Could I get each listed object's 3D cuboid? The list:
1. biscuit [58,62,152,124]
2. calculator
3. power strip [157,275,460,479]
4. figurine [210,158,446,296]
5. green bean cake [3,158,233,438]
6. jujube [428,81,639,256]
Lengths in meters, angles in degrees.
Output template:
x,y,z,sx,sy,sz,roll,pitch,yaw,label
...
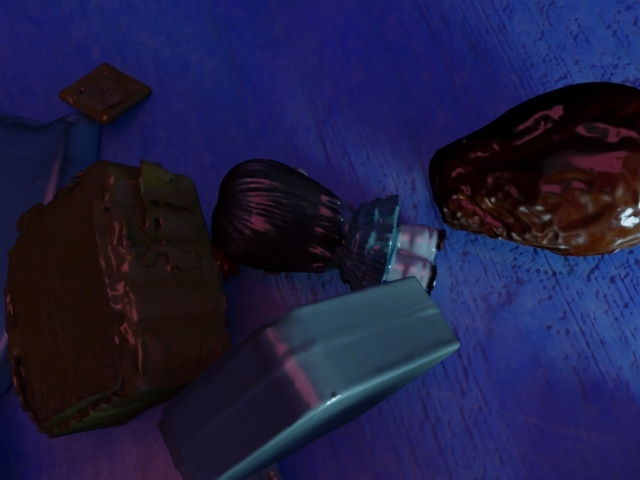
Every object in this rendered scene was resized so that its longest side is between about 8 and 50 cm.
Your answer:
x,y,z,sx,sy,sz,roll,pitch,yaw,label
-0.262,-0.181,0.776,0.081,0.018,0.083,31,55,16,biscuit
-0.415,0.007,0.740,0.256,0.054,0.387,13,79,11,calculator
-0.021,0.158,0.555,0.261,0.229,0.141,-42,70,30,power strip
0.000,0.000,0.655,0.245,0.110,0.138,15,77,4,figurine
-0.199,0.057,0.618,0.229,0.131,0.224,-29,67,36,green bean cake
0.224,-0.064,0.618,0.236,0.168,0.168,-6,73,13,jujube
